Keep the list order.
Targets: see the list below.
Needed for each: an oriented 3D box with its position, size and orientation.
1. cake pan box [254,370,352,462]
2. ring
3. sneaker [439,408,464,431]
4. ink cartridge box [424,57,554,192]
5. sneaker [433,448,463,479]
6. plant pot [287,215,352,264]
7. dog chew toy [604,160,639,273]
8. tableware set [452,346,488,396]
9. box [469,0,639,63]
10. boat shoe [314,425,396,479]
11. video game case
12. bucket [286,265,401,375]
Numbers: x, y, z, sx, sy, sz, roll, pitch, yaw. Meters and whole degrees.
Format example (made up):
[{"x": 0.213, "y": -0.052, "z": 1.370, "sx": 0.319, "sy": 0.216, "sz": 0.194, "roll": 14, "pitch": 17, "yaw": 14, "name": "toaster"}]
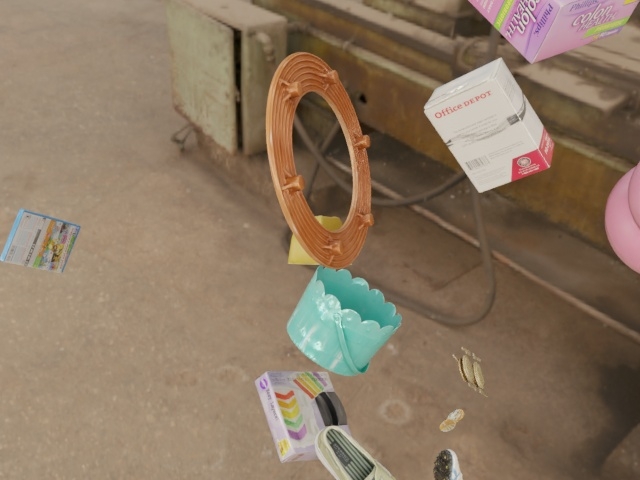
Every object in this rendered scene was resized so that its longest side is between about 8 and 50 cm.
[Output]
[{"x": -0.039, "y": 0.490, "z": 1.888, "sx": 0.266, "sy": 0.070, "sz": 0.246, "roll": 14, "pitch": 46, "yaw": -45, "name": "cake pan box"}, {"x": 0.016, "y": -0.124, "z": 1.037, "sx": 0.032, "sy": 0.337, "sz": 0.337, "roll": -7, "pitch": 29, "yaw": 26, "name": "ring"}, {"x": 0.370, "y": 0.509, "z": 1.896, "sx": 0.083, "sy": 0.037, "sz": 0.032, "roll": -36, "pitch": 89, "yaw": -9, "name": "sneaker"}, {"x": 0.226, "y": -0.152, "z": 0.897, "sx": 0.109, "sy": 0.150, "sz": 0.063, "roll": -19, "pitch": 29, "yaw": 41, "name": "ink cartridge box"}, {"x": 0.344, "y": 0.634, "z": 1.718, "sx": 0.086, "sy": 0.237, "sz": 0.085, "roll": -12, "pitch": 18, "yaw": -16, "name": "sneaker"}, {"x": 0.000, "y": 0.000, "z": 1.152, "sx": 0.081, "sy": 0.083, "sz": 0.081, "roll": 1, "pitch": -1, "yaw": 45, "name": "plant pot"}, {"x": 0.554, "y": -0.061, "z": 1.005, "sx": 0.206, "sy": 0.332, "sz": 0.207, "roll": -3, "pitch": 71, "yaw": 10, "name": "dog chew toy"}, {"x": 0.465, "y": 0.413, "z": 2.091, "sx": 0.039, "sy": 0.194, "sz": 0.128, "roll": -18, "pitch": 61, "yaw": 24, "name": "tableware set"}, {"x": 0.376, "y": -0.442, "z": 1.125, "sx": 0.213, "sy": 0.117, "sz": 0.243, "roll": -23, "pitch": 62, "yaw": -23, "name": "box"}, {"x": 0.099, "y": 0.520, "z": 1.427, "sx": 0.302, "sy": 0.094, "sz": 0.109, "roll": 41, "pitch": 69, "yaw": 15, "name": "boat shoe"}, {"x": -0.619, "y": 0.004, "z": 1.491, "sx": 0.015, "sy": 0.119, "sz": 0.166, "roll": 20, "pitch": -2, "yaw": 28, "name": "video game case"}, {"x": 0.058, "y": 0.213, "z": 1.776, "sx": 0.281, "sy": 0.183, "sz": 0.281, "roll": 30, "pitch": 17, "yaw": -10, "name": "bucket"}]
